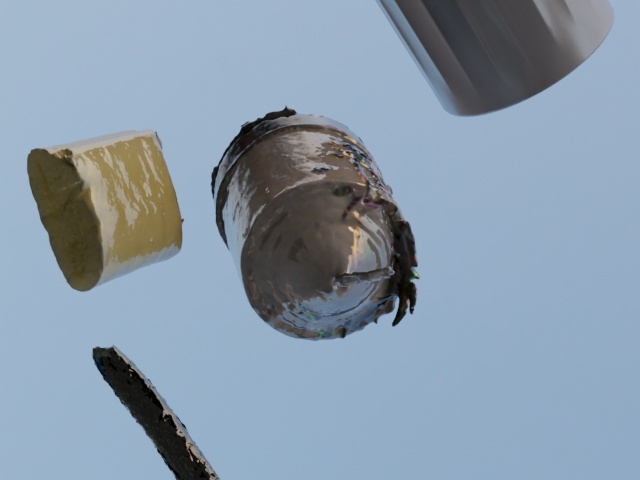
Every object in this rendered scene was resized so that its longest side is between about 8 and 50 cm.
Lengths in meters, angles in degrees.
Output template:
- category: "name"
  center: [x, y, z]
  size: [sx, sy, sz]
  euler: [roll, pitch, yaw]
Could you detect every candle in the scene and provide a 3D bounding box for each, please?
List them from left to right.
- category: "candle"
  center: [0.000, 0.000, 1.719]
  size: [0.187, 0.187, 0.330]
  euler: [-47, -155, 10]

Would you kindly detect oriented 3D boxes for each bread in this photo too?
- category: "bread"
  center: [-0.194, -0.035, 1.598]
  size: [0.060, 0.178, 0.140]
  euler: [-18, -86, 23]

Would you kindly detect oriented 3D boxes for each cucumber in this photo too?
- category: "cucumber"
  center: [-0.168, 0.214, 1.883]
  size: [0.043, 0.044, 0.257]
  euler: [-42, -102, 20]

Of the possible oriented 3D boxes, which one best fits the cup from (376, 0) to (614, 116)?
- category: "cup"
  center: [0.194, -0.363, 1.963]
  size: [0.323, 0.327, 0.237]
  euler: [-37, -157, -8]
